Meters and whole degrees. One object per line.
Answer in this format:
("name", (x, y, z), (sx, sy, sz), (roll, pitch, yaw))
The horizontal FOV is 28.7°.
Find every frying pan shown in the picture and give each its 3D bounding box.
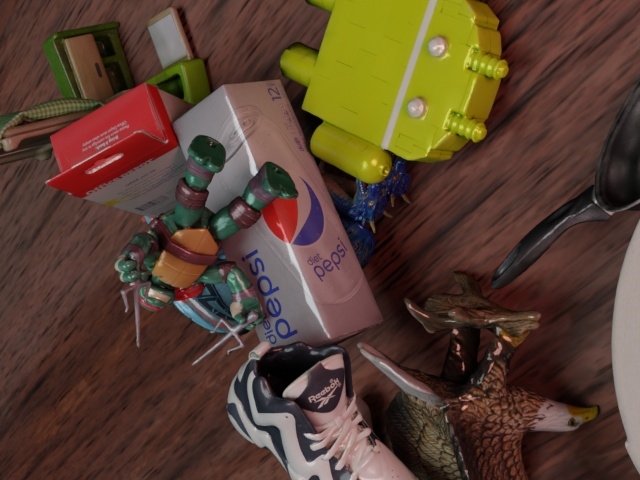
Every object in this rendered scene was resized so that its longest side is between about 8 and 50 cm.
("frying pan", (0.257, -0.051, 1.027), (0.053, 0.197, 0.326), (28, 106, -9))

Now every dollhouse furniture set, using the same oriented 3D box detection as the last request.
("dollhouse furniture set", (-0.315, -0.187, 1.503), (0.198, 0.302, 0.151), (-17, 93, 50))

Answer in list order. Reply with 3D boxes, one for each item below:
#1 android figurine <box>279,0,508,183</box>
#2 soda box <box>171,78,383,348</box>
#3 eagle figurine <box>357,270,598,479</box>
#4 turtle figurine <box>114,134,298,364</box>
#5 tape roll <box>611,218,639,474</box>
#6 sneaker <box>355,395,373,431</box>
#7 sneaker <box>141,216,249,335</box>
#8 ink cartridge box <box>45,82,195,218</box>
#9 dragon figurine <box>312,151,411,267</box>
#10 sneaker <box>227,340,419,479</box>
("android figurine", (0.073, -0.180, 1.256), (0.273, 0.056, 0.248), (32, 109, 38))
("soda box", (-0.047, -0.020, 1.308), (0.098, 0.091, 0.286), (-29, 80, 41))
("eagle figurine", (0.164, 0.200, 1.217), (0.225, 0.226, 0.298), (6, 102, 24))
("turtle figurine", (-0.129, 0.014, 1.233), (0.234, 0.175, 0.118), (-58, 44, 26))
("tape roll", (0.383, 0.083, 0.946), (0.392, 0.072, 0.392), (-7, 82, 55))
("sneaker", (0.043, 0.287, 1.457), (0.095, 0.090, 0.235), (20, 121, 27))
("sneaker", (-0.142, -0.009, 1.529), (0.125, 0.104, 0.261), (-36, 76, 44))
("ink cartridge box", (-0.200, -0.100, 1.396), (0.134, 0.231, 0.078), (-27, 73, 18))
("dragon figurine", (0.000, 0.000, 1.394), (0.144, 0.085, 0.289), (46, 130, 27))
("sneaker", (0.012, 0.179, 1.202), (0.235, 0.094, 0.153), (42, 151, 19))
